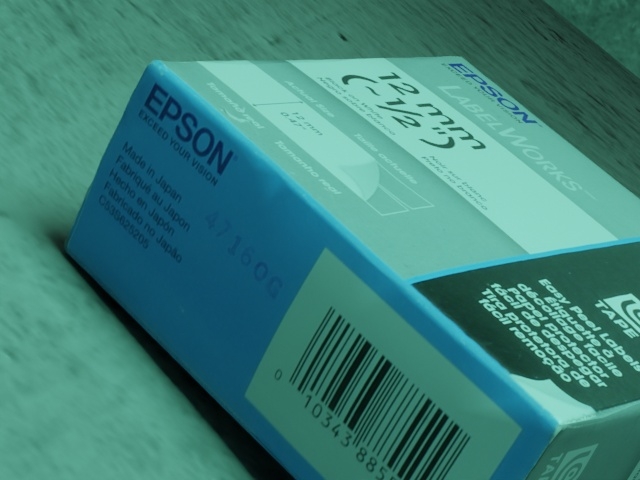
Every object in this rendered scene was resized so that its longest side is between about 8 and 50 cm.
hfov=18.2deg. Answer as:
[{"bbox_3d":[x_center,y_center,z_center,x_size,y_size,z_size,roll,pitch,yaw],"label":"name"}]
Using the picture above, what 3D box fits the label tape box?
[{"bbox_3d":[0.093,0.020,0.939,0.249,0.115,0.347,42,31,28],"label":"label tape box"}]
